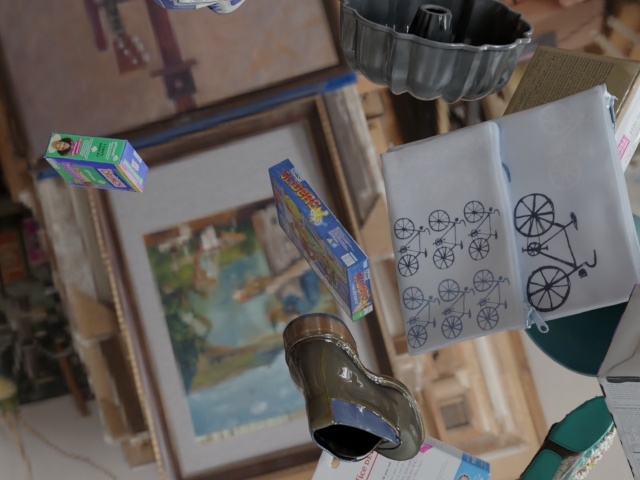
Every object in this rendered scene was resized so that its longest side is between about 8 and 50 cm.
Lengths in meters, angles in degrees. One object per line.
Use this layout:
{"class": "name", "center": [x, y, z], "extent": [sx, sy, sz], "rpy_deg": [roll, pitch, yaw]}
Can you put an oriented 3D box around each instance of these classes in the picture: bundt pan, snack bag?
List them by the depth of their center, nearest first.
{"class": "snack bag", "center": [0.256, -0.028, 1.518], "extent": [0.342, 0.323, 0.037], "rpy_deg": [-15, 155, 21]}
{"class": "bundt pan", "center": [0.180, -0.327, 1.863], "extent": [0.330, 0.331, 0.124], "rpy_deg": [-8, 123, -28]}

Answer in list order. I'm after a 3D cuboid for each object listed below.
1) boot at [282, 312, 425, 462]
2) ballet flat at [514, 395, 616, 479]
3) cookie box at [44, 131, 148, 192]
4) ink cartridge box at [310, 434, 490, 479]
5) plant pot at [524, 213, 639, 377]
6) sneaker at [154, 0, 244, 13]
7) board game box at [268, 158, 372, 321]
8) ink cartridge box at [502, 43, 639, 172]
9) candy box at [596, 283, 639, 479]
{"class": "boot", "center": [0.035, 0.165, 0.978], "extent": [0.082, 0.106, 0.219], "rpy_deg": [-26, 133, 17]}
{"class": "ballet flat", "center": [0.359, 0.327, 1.642], "extent": [0.241, 0.091, 0.077], "rpy_deg": [-41, 133, -21]}
{"class": "cookie box", "center": [-0.292, -0.101, 1.468], "extent": [0.107, 0.040, 0.092], "rpy_deg": [6, 160, 13]}
{"class": "ink cartridge box", "center": [0.091, 0.268, 1.276], "extent": [0.181, 0.104, 0.061], "rpy_deg": [24, -176, 8]}
{"class": "plant pot", "center": [0.486, 0.059, 1.898], "extent": [0.195, 0.290, 0.290], "rpy_deg": [-26, 175, -36]}
{"class": "sneaker", "center": [-0.192, -0.469, 2.038], "extent": [0.315, 0.127, 0.182], "rpy_deg": [-30, 178, -36]}
{"class": "board game box", "center": [0.000, 0.000, 1.527], "extent": [0.035, 0.201, 0.136], "rpy_deg": [-30, 149, -14]}
{"class": "ink cartridge box", "center": [0.363, -0.158, 1.649], "extent": [0.193, 0.235, 0.088], "rpy_deg": [23, 173, 44]}
{"class": "candy box", "center": [0.387, 0.172, 1.247], "extent": [0.070, 0.196, 0.165], "rpy_deg": [-5, -147, 36]}
